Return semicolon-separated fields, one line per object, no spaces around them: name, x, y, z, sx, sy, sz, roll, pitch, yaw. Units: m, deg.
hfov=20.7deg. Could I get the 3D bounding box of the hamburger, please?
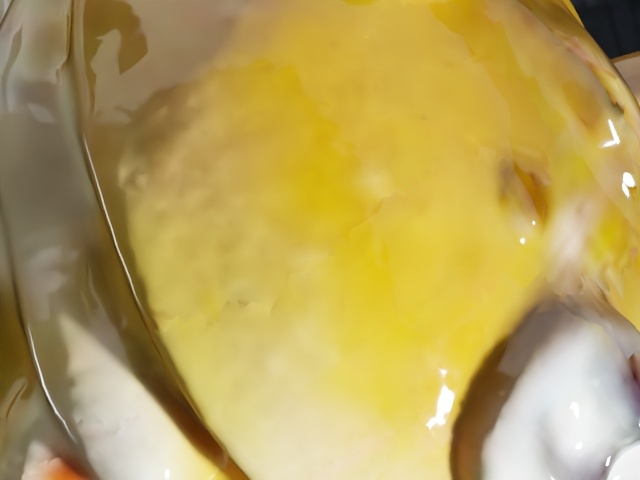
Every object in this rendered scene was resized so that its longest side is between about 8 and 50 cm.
hamburger;0.000;0.000;0.545;0.237;0.276;0.276;-25;177;27
